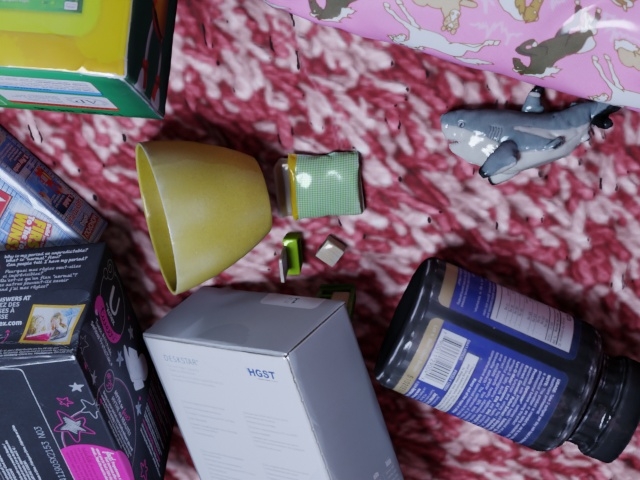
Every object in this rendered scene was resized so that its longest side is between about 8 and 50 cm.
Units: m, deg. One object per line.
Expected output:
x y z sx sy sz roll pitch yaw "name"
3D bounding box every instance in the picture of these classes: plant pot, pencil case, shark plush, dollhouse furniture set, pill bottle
-0.096 -0.030 1.367 0.095 0.134 0.134 -14 117 -13 "plant pot"
0.118 -0.214 1.208 0.386 0.160 0.167 15 110 3 "pencil case"
0.182 -0.099 1.317 0.161 0.073 0.067 -20 82 23 "shark plush"
0.000 0.000 1.392 0.076 0.058 0.152 -2 117 10 "dollhouse furniture set"
0.168 0.110 1.384 0.219 0.123 0.123 24 118 -3 "pill bottle"

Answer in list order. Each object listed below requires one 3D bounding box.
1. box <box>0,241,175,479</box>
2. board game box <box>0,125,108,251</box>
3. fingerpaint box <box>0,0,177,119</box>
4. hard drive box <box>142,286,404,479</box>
-0.244 0.136 1.423 0.163 0.142 0.247 -4 134 12 "box"
-0.304 -0.016 1.435 0.194 0.060 0.194 30 118 -6 "board game box"
-0.320 -0.295 1.142 0.444 0.163 0.371 4 84 5 "fingerpaint box"
-0.036 0.167 1.424 0.181 0.089 0.232 5 123 41 "hard drive box"
